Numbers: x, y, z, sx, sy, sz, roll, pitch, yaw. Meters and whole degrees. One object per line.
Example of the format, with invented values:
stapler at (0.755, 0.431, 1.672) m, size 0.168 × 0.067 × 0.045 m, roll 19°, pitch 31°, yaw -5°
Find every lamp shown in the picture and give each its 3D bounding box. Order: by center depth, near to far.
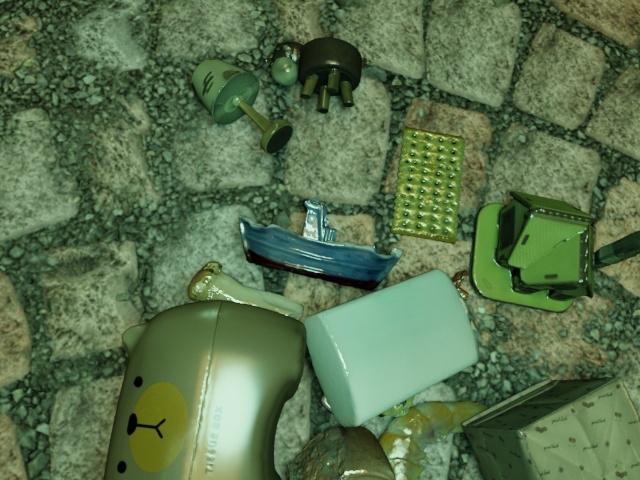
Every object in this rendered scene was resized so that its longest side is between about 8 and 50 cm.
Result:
lamp at (-0.151, -0.260, 1.090) m, size 0.121 × 0.121 × 0.215 m, roll -41°, pitch 72°, yaw -13°
lamp at (0.245, 0.088, 1.094) m, size 0.083 × 0.031 × 0.063 m, roll -3°, pitch 76°, yaw -2°

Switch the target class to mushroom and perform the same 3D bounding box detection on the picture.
mushroom at (-0.135, 0.105, 1.038) m, size 0.209 × 0.084 × 0.071 m, roll 22°, pitch 119°, yaw -6°

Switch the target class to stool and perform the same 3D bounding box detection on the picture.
stool at (-0.011, -0.332, 1.126) m, size 0.217 × 0.125 × 0.121 m, roll 7°, pitch 78°, yaw 6°

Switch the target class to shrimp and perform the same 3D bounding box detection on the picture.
shrimp at (0.193, 0.385, 1.010) m, size 0.185 × 0.068 × 0.287 m, roll 43°, pitch 67°, yaw 1°

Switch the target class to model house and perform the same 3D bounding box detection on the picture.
model house at (0.420, 0.001, 1.006) m, size 0.219 × 0.278 × 0.204 m, roll 10°, pitch 74°, yaw -4°

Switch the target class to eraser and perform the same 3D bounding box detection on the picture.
eraser at (0.129, 0.173, 0.969) m, size 0.290 × 0.104 × 0.189 m, roll -16°, pitch 86°, yaw -33°

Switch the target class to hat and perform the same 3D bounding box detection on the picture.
hat at (0.130, 0.282, 1.019) m, size 0.076 × 0.059 × 0.077 m, roll 9°, pitch 33°, yaw 34°

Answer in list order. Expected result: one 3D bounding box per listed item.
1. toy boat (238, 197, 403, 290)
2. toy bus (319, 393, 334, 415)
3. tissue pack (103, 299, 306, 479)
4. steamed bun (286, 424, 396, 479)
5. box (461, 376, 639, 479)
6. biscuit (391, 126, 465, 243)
toy boat at (0.000, 0.000, 1.038) m, size 0.309 × 0.129 × 0.142 m, roll 13°, pitch 90°, yaw -4°
toy bus at (0.062, 0.239, 1.028) m, size 0.072 × 0.057 × 0.172 m, roll 30°, pitch 74°, yaw 6°
tissue pack at (-0.179, 0.290, 0.882) m, size 0.277 × 0.267 × 0.386 m, roll 9°, pitch 76°, yaw -2°
steamed bun at (0.025, 0.384, 0.939) m, size 0.175 × 0.145 × 0.106 m, roll -31°, pitch 117°, yaw 1°
box at (0.418, 0.400, 0.935) m, size 0.225 × 0.190 × 0.297 m, roll -19°, pitch 78°, yaw -20°
biscuit at (0.222, -0.115, 1.148) m, size 0.139 × 0.016 × 0.231 m, roll 10°, pitch 75°, yaw -2°
